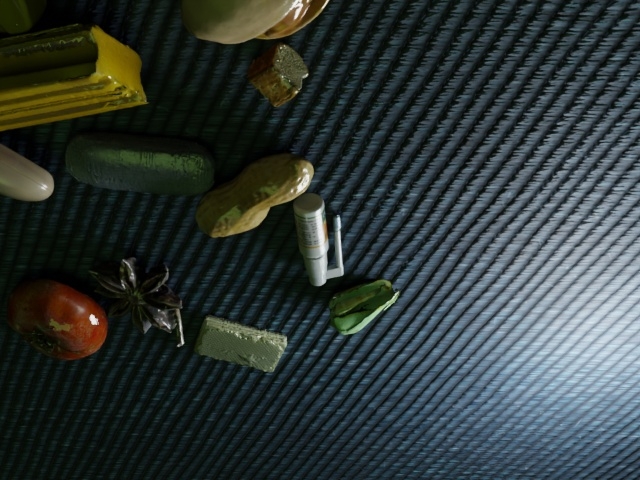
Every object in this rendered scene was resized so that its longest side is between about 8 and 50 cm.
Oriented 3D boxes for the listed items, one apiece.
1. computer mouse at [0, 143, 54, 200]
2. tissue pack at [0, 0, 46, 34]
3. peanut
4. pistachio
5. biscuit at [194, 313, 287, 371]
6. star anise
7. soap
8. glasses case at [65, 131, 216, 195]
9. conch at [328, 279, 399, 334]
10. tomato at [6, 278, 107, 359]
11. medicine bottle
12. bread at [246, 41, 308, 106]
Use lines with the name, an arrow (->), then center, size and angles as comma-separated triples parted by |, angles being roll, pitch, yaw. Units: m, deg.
computer mouse -> -0.610, -0.140, 1.507 | 0.236, 0.082, 0.145 | 32, 169, -27
tissue pack -> -0.523, -0.394, 1.271 | 0.178, 0.127, 0.123 | 0, 140, 5
peanut -> -0.127, -0.089, 1.544 | 0.263, 0.101, 0.117 | -33, 166, 26
pistachio -> -0.084, -0.417, 1.170 | 0.230, 0.230, 0.309 | 26, 133, -19
biscuit -> -0.188, 0.243, 1.898 | 0.199, 0.041, 0.121 | 16, 134, -12
star anise -> -0.383, 0.124, 1.771 | 0.262, 0.081, 0.230 | 42, 123, -17
soap -> -0.471, -0.264, 1.343 | 0.324, 0.096, 0.204 | -8, 174, 10
glasses case -> -0.337, -0.143, 1.529 | 0.282, 0.067, 0.109 | 6, 130, 0
conch -> 0.084, 0.134, 1.760 | 0.170, 0.079, 0.106 | -36, 129, 13
tomato -> -0.591, 0.190, 1.814 | 0.236, 0.095, 0.237 | 11, 141, 9
medicine bottle -> 0.000, 0.000, 1.649 | 0.092, 0.061, 0.221 | -14, 134, -9
bread -> -0.072, -0.281, 1.380 | 0.070, 0.077, 0.083 | -21, 129, 37
